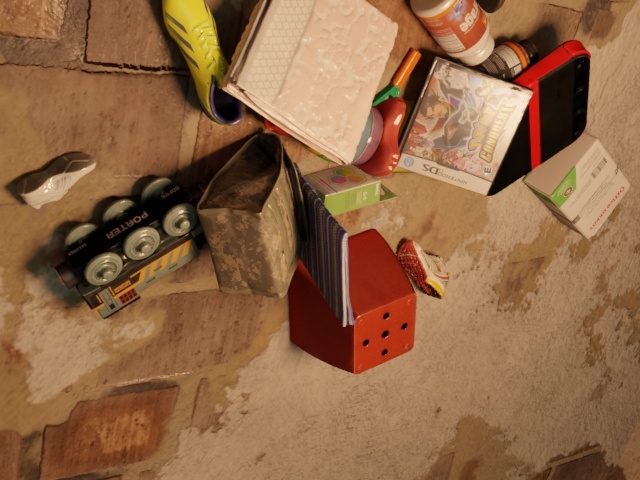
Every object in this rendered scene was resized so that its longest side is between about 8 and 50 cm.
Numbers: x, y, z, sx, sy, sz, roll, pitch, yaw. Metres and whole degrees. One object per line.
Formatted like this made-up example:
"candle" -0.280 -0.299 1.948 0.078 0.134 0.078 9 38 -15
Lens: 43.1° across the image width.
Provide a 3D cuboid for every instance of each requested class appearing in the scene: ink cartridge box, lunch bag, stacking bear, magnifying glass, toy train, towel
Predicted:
"ink cartridge box" 0.745 -0.165 2.343 0.211 0.121 0.289 -52 134 3
"lunch bag" -0.120 -0.059 1.692 0.287 0.169 0.235 -69 157 -46
"stacking bear" 0.013 -0.252 1.726 0.289 0.164 0.175 15 78 -29
"ink cartridge box" 0.069 -0.125 1.877 0.209 0.109 0.062 -17 127 -28
"magnifying glass" 0.160 -0.336 1.872 0.092 0.026 0.231 24 104 -43
"toy train" -0.365 0.014 1.636 0.334 0.142 0.190 -34 145 -17
"towel" -0.005 -0.362 1.591 0.317 0.053 0.332 29 74 -33
"towel" 0.000 0.000 1.753 0.040 0.336 0.243 -14 125 -15

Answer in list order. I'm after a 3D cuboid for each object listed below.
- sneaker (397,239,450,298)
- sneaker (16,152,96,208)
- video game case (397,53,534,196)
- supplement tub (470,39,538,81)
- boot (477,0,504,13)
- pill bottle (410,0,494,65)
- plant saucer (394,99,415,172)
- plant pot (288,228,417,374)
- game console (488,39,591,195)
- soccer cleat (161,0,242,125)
"sneaker" 0.281 0.064 2.187 0.093 0.088 0.225 -59 137 -19
"sneaker" -0.489 -0.113 1.518 0.152 0.054 0.061 -29 146 -15
"video game case" 0.328 -0.264 1.894 0.248 0.035 0.275 18 113 -8
"supplement tub" 0.432 -0.415 1.964 0.198 0.106 0.106 -30 131 -18
"boot" 0.480 -0.675 1.871 0.280 0.096 0.264 -22 121 -34
"pill bottle" 0.302 -0.489 1.809 0.121 0.121 0.216 -51 135 2
"plant saucer" 0.251 -0.243 1.981 0.188 0.045 0.188 -3 119 -36
"plant pot" 0.095 0.170 1.997 0.267 0.236 0.267 -20 128 -26
"game console" 0.541 -0.307 2.078 0.342 0.060 0.386 -33 148 -3
"soccer cleat" -0.210 -0.345 1.521 0.093 0.121 0.289 -31 131 -16
